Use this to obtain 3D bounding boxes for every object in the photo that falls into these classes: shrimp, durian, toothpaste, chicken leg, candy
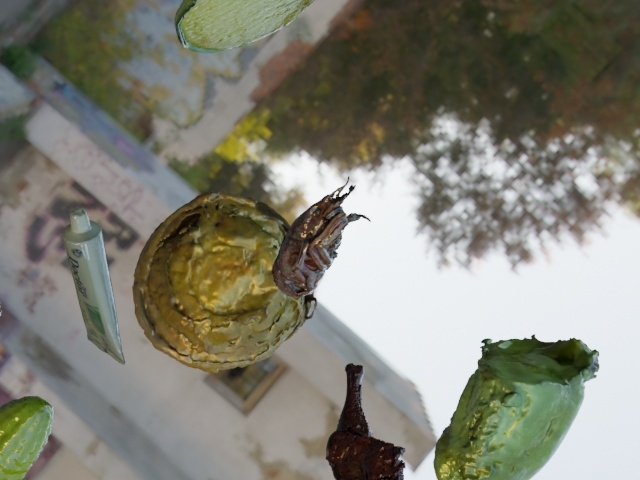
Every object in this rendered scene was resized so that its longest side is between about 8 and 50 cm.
[{"bbox_3d":[-0.001,-0.001,1.428,0.074,0.073,0.190,-102,-148,-49],"label":"shrimp"},{"bbox_3d":[0.318,0.300,2.163,0.204,0.256,0.339,32,-80,37],"label":"durian"},{"bbox_3d":[-0.249,0.051,1.374,0.041,0.064,0.218,-39,143,-34],"label":"toothpaste"},{"bbox_3d":[0.050,0.240,1.464,0.093,0.053,0.205,-46,-132,18],"label":"chicken leg"},{"bbox_3d":[-0.369,0.245,1.397,0.209,0.097,0.096,-44,-169,20],"label":"candy"}]

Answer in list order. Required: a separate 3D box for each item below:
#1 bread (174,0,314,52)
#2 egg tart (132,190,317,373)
[{"bbox_3d":[-0.093,-0.322,1.659,0.229,0.033,0.228,-26,165,-8],"label":"bread"},{"bbox_3d":[-0.135,0.059,1.866,0.290,0.291,0.107,-52,179,-17],"label":"egg tart"}]
